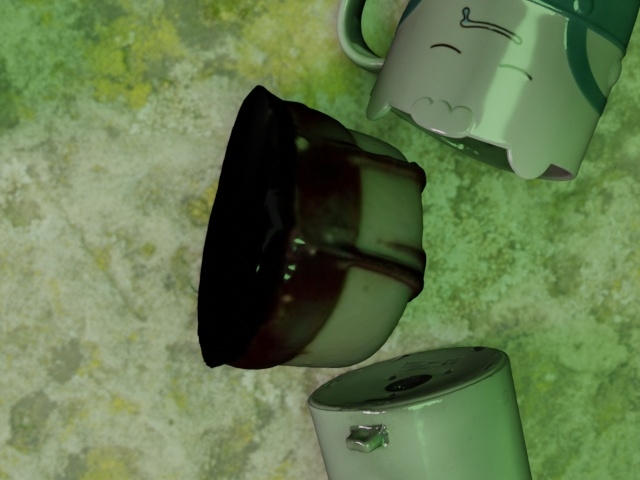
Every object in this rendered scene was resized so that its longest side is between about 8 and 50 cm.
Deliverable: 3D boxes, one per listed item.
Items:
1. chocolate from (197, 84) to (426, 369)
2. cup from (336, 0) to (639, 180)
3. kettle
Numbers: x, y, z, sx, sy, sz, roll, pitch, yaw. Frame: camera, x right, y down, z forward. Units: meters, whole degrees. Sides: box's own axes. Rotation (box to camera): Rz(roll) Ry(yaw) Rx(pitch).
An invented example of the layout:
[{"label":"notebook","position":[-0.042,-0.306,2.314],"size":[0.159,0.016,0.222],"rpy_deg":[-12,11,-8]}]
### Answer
[{"label":"chocolate","position":[0.000,0.000,1.605],"size":[0.186,0.283,0.284],"rpy_deg":[9,93,-12]},{"label":"cup","position":[0.159,-0.208,1.654],"size":[0.289,0.219,0.258],"rpy_deg":[22,90,21]},{"label":"kettle","position":[0.119,0.287,1.651],"size":[0.205,0.265,0.318],"rpy_deg":[-12,99,-1]}]
